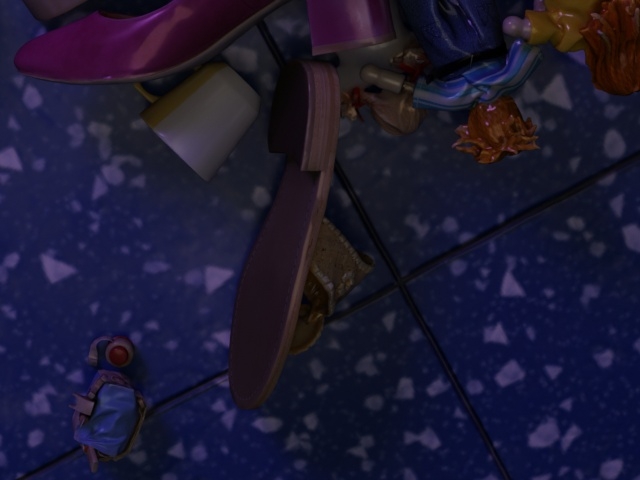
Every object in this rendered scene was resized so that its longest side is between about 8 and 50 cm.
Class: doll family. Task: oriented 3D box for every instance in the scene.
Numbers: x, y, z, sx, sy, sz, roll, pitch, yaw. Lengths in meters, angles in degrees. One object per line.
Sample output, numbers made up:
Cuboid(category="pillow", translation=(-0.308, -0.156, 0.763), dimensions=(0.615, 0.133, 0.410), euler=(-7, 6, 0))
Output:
Cuboid(category="doll family", translation=(0.115, -0.139, 1.015), dimensions=(0.263, 0.118, 0.163), euler=(-21, 103, 5))

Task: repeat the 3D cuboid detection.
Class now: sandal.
Cuboid(category="sandal", translation=(0.003, 0.002, 1.069), dimensions=(0.079, 0.088, 0.240), euler=(2, 109, -25))

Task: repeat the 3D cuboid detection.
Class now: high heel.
Cuboid(category="high heel", translation=(-0.077, -0.160, 0.988), dimensions=(0.244, 0.082, 0.117), euler=(-6, 102, 17))

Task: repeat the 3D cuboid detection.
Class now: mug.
Cuboid(category="mug", translation=(-0.077, -0.086, 1.052), dimensions=(0.064, 0.062, 0.078), euler=(-45, 110, 1))

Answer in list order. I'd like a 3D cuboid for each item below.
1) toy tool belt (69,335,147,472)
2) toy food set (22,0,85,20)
Cuboid(category="toy tool belt", translation=(-0.142, 0.110, 1.105), dimensions=(0.052, 0.051, 0.083), euler=(13, 104, -7))
Cuboid(category="toy food set", translation=(-0.110, -0.297, 0.985), dimensions=(0.306, 0.092, 0.220), euler=(-29, 110, 11))
